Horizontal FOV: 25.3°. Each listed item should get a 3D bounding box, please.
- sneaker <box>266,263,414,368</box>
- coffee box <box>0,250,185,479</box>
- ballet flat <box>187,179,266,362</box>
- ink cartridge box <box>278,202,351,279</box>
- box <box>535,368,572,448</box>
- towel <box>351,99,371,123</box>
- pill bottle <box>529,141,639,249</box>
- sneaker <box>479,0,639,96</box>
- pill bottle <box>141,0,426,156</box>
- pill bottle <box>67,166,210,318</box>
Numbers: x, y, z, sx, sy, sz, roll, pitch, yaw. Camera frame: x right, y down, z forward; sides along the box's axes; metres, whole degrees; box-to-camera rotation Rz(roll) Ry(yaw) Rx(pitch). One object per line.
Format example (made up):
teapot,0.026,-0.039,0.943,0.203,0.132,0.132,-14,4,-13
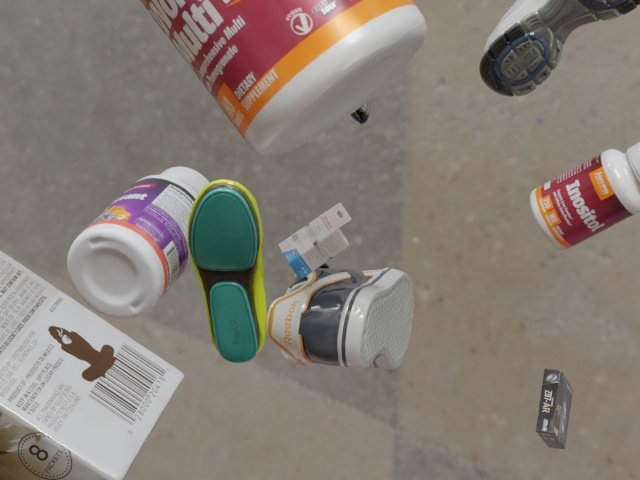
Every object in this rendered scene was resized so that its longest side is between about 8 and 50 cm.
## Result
sneaker,0.029,0.088,1.686,0.127,0.321,0.126,7,88,15
coffee box,-0.217,0.069,0.743,0.246,0.098,0.141,34,124,-4
ballet flat,-0.092,0.021,1.473,0.077,0.077,0.231,1,125,7
ink cartridge box,0.000,0.000,1.546,0.028,0.083,0.048,54,-177,-30
box,0.243,0.175,1.476,0.018,0.067,0.083,4,161,20
towel,0.003,-0.376,2.026,0.040,0.370,0.271,-25,131,34
pill bottle,0.338,-0.057,1.728,0.152,0.086,0.086,-30,91,25
sneaker,0.320,-0.321,1.865,0.297,0.129,0.111,-37,113,16
pill bottle,-0.050,-0.166,0.796,0.221,0.121,0.121,53,137,6
pill bottle,-0.183,-0.006,1.536,0.108,0.193,0.108,9,119,16
